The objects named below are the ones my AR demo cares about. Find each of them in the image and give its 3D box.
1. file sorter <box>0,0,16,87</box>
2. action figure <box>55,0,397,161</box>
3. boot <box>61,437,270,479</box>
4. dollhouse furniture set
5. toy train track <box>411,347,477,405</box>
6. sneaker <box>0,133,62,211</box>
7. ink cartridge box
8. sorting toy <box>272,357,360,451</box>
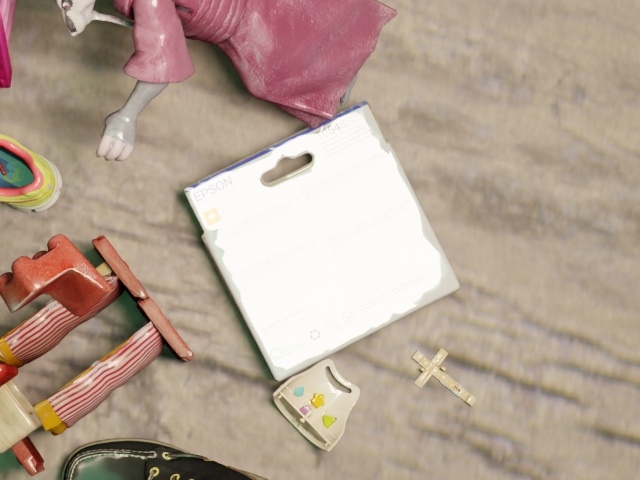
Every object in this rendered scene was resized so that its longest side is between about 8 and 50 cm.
[{"bbox_3d":[-0.385,-0.268,1.537,0.202,0.290,0.182,8,84,-8],"label":"file sorter"},{"bbox_3d":[-0.098,-0.233,1.573,0.370,0.276,0.248,7,57,-36],"label":"action figure"},{"bbox_3d":[-0.135,0.252,1.609,0.236,0.178,0.085,14,86,-9],"label":"boot"},{"bbox_3d":[-0.240,0.105,1.505,0.201,0.374,0.152,-37,89,-6],"label":"dollhouse furniture set"},{"bbox_3d":[0.132,0.146,1.736,0.083,0.014,0.048,39,83,-6],"label":"toy train track"},{"bbox_3d":[-0.359,-0.089,1.631,0.208,0.094,0.081,16,87,-6],"label":"sneaker"},{"bbox_3d":[0.000,0.000,1.706,0.223,0.045,0.224,-26,91,-9],"label":"ink cartridge box"},{"bbox_3d":[0.001,0.165,1.705,0.075,0.045,0.083,-44,94,-15],"label":"sorting toy"}]
